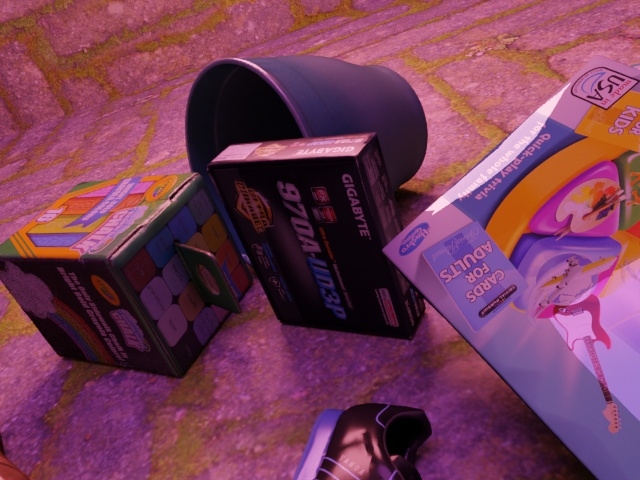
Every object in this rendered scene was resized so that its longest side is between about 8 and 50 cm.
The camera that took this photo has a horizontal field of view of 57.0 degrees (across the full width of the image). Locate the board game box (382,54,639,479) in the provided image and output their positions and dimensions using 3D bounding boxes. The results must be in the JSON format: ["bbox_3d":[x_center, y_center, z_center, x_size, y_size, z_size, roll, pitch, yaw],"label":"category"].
[{"bbox_3d":[0.234,0.028,0.411,0.253,0.079,0.336,-43,41,3],"label":"board game box"}]

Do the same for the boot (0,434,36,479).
[{"bbox_3d":[-0.356,0.232,0.571,0.112,0.115,0.305,-38,36,-29],"label":"boot"}]

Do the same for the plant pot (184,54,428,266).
[{"bbox_3d":[0.001,-0.123,0.794,0.255,0.272,0.271,-24,27,-37],"label":"plant pot"}]

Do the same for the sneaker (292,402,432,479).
[{"bbox_3d":[0.023,0.206,0.413,0.090,0.082,0.232,-14,30,25],"label":"sneaker"}]

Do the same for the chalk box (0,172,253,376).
[{"bbox_3d":[-0.216,0.037,0.730,0.288,0.180,0.179,0,37,29],"label":"chalk box"}]

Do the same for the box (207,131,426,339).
[{"bbox_3d":[0.000,0.000,0.614,0.175,0.220,0.051,2,38,32],"label":"box"}]

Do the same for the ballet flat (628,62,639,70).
[{"bbox_3d":[0.546,-0.185,0.692,0.399,0.139,0.139,-15,31,18],"label":"ballet flat"}]
